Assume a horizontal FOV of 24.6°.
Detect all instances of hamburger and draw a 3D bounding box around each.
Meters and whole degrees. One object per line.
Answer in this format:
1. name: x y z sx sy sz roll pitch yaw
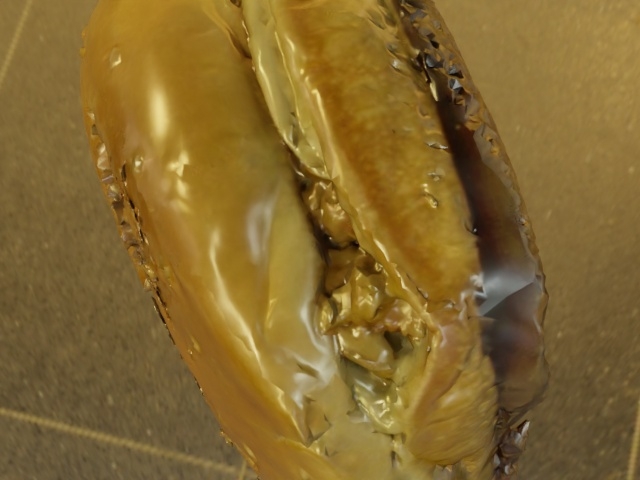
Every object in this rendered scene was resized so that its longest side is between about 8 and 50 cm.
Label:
1. hamburger: 0.001 0.000 0.713 0.174 0.304 0.284 -24 61 -3
